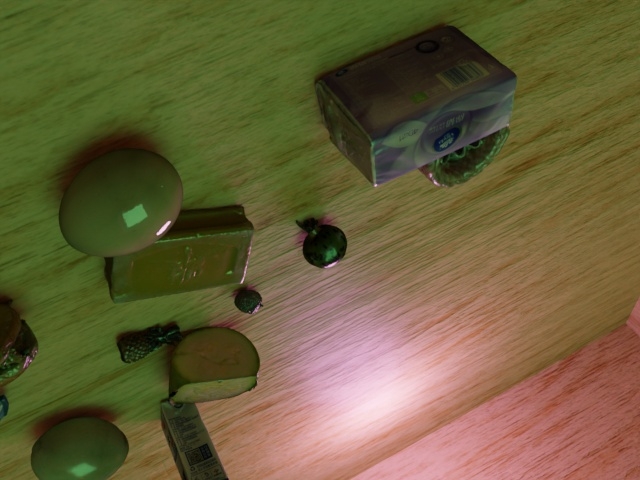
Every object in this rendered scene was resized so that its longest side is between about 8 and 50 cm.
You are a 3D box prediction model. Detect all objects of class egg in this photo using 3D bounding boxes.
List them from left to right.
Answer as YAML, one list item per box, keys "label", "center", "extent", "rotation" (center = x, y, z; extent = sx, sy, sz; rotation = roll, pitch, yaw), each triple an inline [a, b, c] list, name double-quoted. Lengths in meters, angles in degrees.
- label: "egg"
  center: [-0.653, 0.580, 1.503]
  extent: [0.253, 0.186, 0.186]
  rotation: [12, 124, -36]
- label: "egg"
  center: [-0.371, -0.068, 1.024]
  extent: [0.241, 0.186, 0.186]
  rotation: [-29, 142, 8]

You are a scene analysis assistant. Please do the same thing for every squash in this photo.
- label: "squash"
  center: [-0.314, 0.414, 1.551]
  extent: [0.233, 0.210, 0.309]
  rotation: [-2, 127, -24]

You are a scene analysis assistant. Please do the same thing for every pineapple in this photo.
- label: "pineapple"
  center: [-0.438, 0.263, 1.422]
  extent: [0.159, 0.074, 0.074]
  rotation: [-18, 139, -29]

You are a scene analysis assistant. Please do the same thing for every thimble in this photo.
- label: "thimble"
  center: [0.325, -0.252, 1.347]
  extent: [0.229, 0.148, 0.196]
  rotation: [-43, 138, 9]

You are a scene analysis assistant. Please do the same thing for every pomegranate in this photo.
- label: "pomegranate"
  center: [0.000, 0.000, 1.421]
  extent: [0.122, 0.122, 0.161]
  rotation: [-37, 112, 4]

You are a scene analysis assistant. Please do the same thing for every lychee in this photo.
- label: "lychee"
  center: [-0.192, 0.165, 1.484]
  extent: [0.083, 0.068, 0.067]
  rotation: [20, 161, -27]

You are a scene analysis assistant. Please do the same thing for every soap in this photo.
- label: "soap"
  center: [-0.318, 0.031, 1.243]
  extent: [0.315, 0.091, 0.199]
  rotation: [-7, 133, -30]

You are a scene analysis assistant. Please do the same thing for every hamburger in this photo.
- label: "hamburger"
  center: [-0.693, 0.227, 1.105]
  extent: [0.215, 0.189, 0.122]
  rotation: [-28, 135, -25]

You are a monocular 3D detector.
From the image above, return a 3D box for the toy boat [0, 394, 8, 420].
- label: "toy boat"
  center: [-0.841, 0.419, 1.288]
  extent: [0.215, 0.088, 0.102]
  rotation: [-25, 137, -9]

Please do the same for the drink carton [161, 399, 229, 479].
- label: "drink carton"
  center: [-0.379, 0.624, 1.638]
  extent: [0.106, 0.315, 0.131]
  rotation: [-13, 137, -29]

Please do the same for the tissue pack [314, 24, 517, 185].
- label: "tissue pack"
  center: [0.188, -0.280, 1.143]
  extent: [0.338, 0.242, 0.160]
  rotation: [-25, 141, -9]
